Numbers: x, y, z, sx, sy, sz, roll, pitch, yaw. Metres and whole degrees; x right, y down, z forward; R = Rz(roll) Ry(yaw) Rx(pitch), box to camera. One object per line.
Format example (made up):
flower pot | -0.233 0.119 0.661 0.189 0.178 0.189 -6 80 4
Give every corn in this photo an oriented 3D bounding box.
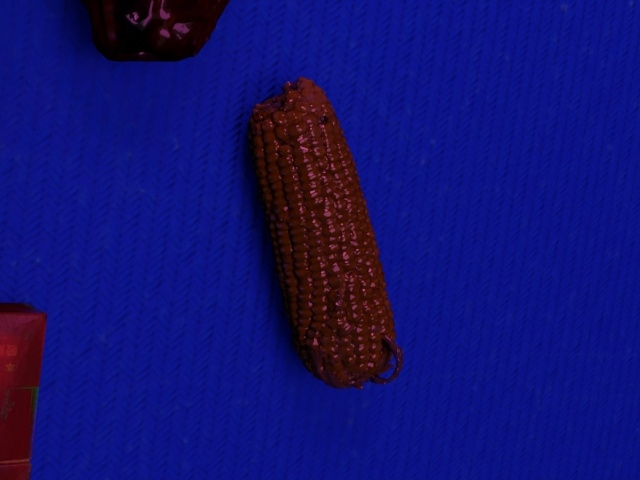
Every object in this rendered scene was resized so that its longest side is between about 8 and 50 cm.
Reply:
corn | 0.000 0.000 1.172 0.106 0.106 0.293 -26 112 -28

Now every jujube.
jujube | -0.120 -0.252 1.009 0.168 0.168 0.236 3 101 -35

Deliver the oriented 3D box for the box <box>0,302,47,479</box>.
box | -0.284 0.137 1.034 0.112 0.048 0.175 2 98 -35
